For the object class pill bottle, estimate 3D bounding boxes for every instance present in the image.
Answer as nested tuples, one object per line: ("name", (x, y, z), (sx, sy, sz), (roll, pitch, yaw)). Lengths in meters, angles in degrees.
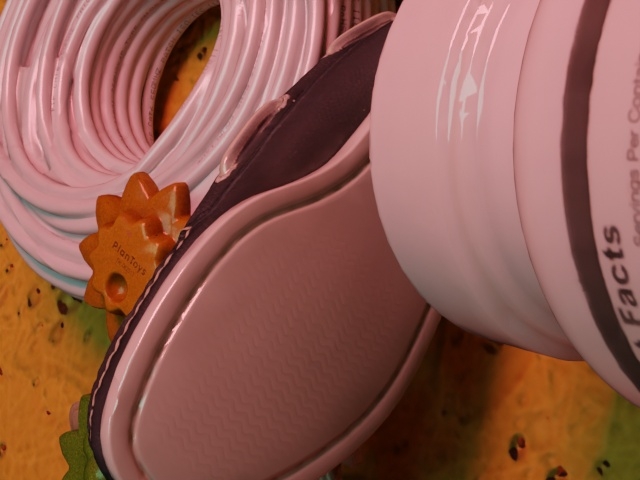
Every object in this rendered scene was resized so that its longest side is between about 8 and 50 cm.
("pill bottle", (0.192, -0.031, 0.480), (0.363, 0.210, 0.210), (8, 80, 53))

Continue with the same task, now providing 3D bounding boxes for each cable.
("cable", (-0.077, -0.087, 0.831), (0.257, 0.089, 0.257), (-29, 59, 29))

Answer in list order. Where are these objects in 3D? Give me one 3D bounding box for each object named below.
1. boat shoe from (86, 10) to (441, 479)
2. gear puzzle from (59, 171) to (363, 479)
("boat shoe", (0.000, 0.000, 0.664), (0.091, 0.114, 0.302), (-3, 33, 49))
("gear puzzle", (-0.057, 0.132, 0.707), (0.175, 0.044, 0.339), (-14, 81, 36))
